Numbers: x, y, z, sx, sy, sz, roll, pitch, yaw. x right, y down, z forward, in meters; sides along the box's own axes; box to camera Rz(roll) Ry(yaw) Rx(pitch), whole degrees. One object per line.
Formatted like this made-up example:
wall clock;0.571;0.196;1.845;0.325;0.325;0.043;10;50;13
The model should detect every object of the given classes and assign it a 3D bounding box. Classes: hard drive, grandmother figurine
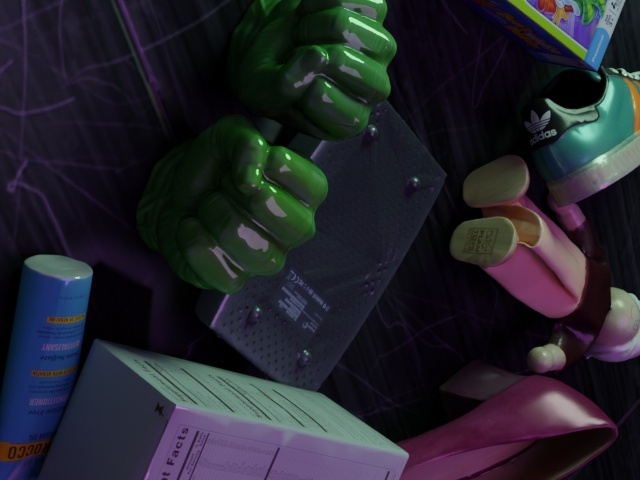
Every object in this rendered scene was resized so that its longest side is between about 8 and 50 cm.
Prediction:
hard drive;0.000;0.000;1.231;0.254;0.054;0.172;-58;136;-13
grandmother figurine;0.265;0.049;1.518;0.342;0.104;0.207;33;73;-46

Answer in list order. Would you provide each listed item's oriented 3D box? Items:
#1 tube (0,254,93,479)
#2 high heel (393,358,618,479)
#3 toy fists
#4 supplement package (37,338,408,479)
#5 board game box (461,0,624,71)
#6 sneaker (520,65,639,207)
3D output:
tube;-0.220;0.115;1.090;0.080;0.052;0.207;-2;111;-39
high heel;0.125;0.264;1.395;0.377;0.181;0.127;-46;132;-25
toy fists;-0.040;-0.089;1.126;0.096;0.142;0.279;41;74;-45
supplement package;-0.077;0.184;1.116;0.244;0.134;0.139;20;95;-40
board game box;0.248;-0.371;1.369;0.233;0.078;0.347;24;87;-48
sneaker;0.309;-0.143;1.492;0.302;0.108;0.121;-35;98;-51
